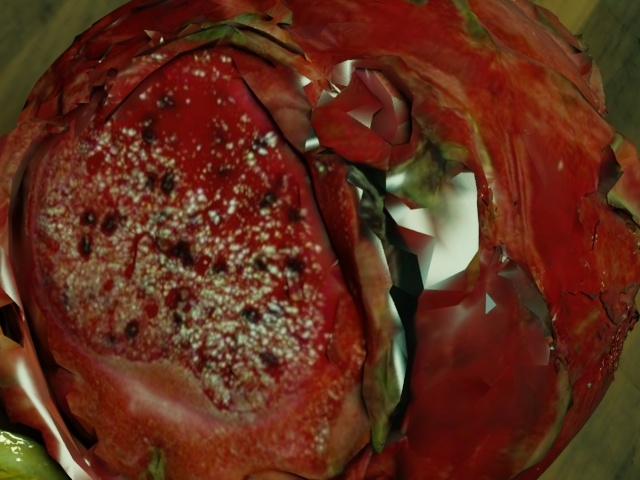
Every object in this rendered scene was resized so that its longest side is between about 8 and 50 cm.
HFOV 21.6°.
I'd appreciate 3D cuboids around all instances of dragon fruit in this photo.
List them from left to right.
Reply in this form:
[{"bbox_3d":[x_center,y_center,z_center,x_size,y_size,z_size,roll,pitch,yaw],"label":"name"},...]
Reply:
[{"bbox_3d":[0.000,0.000,0.767,0.296,0.295,0.302,53,36,-9],"label":"dragon fruit"}]

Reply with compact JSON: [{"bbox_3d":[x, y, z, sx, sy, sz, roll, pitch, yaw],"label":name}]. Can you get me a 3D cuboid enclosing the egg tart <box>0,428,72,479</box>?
[{"bbox_3d":[-0.155,0.133,0.758,0.130,0.052,0.130,-1,114,-3],"label":"egg tart"}]
